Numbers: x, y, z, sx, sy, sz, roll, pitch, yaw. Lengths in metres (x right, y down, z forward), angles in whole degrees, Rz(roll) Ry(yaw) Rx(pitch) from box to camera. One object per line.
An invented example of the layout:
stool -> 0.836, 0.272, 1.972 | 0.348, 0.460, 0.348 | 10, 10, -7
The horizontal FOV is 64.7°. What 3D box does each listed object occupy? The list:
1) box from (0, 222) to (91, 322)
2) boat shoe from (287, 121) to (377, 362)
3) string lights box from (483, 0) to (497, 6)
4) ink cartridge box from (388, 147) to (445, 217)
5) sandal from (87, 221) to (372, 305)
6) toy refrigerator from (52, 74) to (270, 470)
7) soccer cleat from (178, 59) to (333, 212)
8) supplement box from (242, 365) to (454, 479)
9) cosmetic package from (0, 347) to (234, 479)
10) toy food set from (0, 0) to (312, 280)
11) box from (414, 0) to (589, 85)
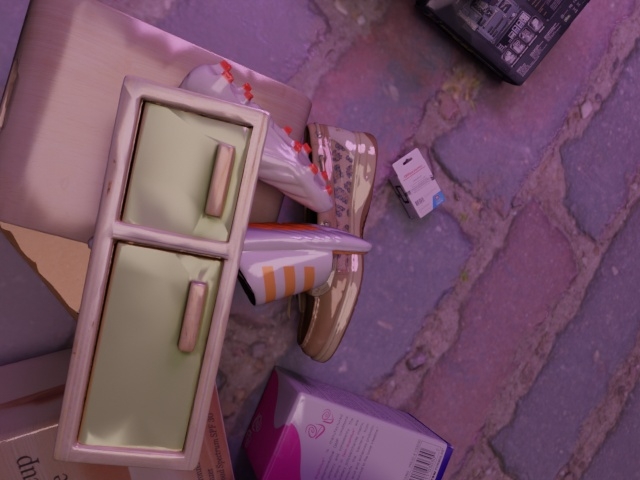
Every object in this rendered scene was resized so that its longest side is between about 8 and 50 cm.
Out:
box -> -0.223, 0.011, 0.566 | 0.164, 0.021, 0.201 | -38, 103, -17
boat shoe -> 0.000, 0.000, 0.614 | 0.089, 0.104, 0.285 | 12, 78, -16
string lights box -> 0.128, -0.399, 0.580 | 0.259, 0.077, 0.133 | 30, 106, 3
ink cartridge box -> 0.128, -0.077, 0.688 | 0.048, 0.028, 0.083 | -35, 104, -16
sandal -> -0.082, 0.024, 0.496 | 0.265, 0.102, 0.076 | -1, 99, -16
toy refrigerator -> -0.118, 0.027, 0.386 | 0.102, 0.094, 0.270 | 12, 93, -14
soccer cleat -> -0.063, -0.089, 0.508 | 0.076, 0.068, 0.196 | -38, 121, 15
supplement box -> 0.031, 0.253, 0.624 | 0.220, 0.114, 0.111 | 26, 84, -21
cosmetic package -> -0.249, 0.201, 0.495 | 0.296, 0.129, 0.153 | -14, 114, -18
toy food set -> -0.171, -0.094, 0.540 | 0.306, 0.092, 0.220 | 17, 90, -25
box -> 0.268, -0.355, 0.663 | 0.183, 0.059, 0.233 | 30, 109, -20
